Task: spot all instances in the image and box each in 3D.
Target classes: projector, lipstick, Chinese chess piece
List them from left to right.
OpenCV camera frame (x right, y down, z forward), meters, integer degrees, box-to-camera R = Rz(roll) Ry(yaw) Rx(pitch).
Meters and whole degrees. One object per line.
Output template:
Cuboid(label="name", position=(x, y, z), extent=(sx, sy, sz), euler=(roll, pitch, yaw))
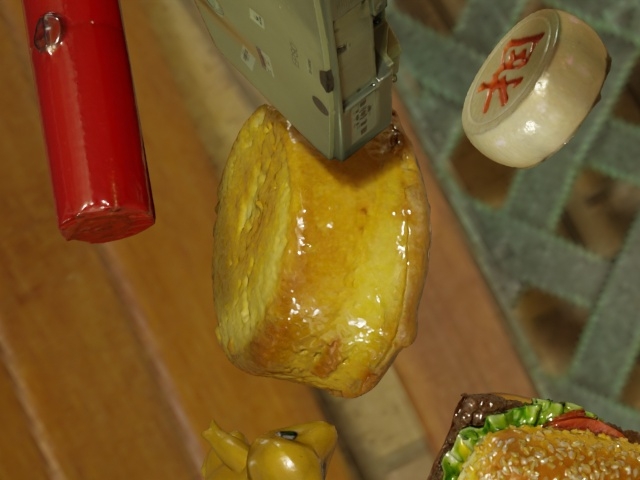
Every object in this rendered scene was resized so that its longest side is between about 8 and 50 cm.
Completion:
Cuboid(label="lipstick", position=(-0.167, -0.137, 1.344), extent=(0.073, 0.073, 0.279), euler=(11, 60, -47))
Cuboid(label="projector", position=(-0.026, -0.190, 1.369), extent=(0.193, 0.088, 0.269), euler=(46, -15, 22))
Cuboid(label="Chinese chess piece", position=(0.156, -0.112, 1.438), extent=(0.051, 0.122, 0.122), euler=(33, 42, -21))

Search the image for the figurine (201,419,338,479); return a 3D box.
Cuboid(label="figurine", position=(-0.055, 0.197, 1.517), extent=(0.121, 0.176, 0.122), euler=(48, 59, -1))

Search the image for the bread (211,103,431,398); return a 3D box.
Cuboid(label="bread", position=(0.000, 0.000, 1.620), extent=(0.146, 0.268, 0.268), euler=(8, 56, -20))

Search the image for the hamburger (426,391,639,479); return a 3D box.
Cuboid(label="hamburger", position=(0.139, 0.165, 1.153), extent=(0.166, 0.137, 0.087), euler=(15, 12, -22))
